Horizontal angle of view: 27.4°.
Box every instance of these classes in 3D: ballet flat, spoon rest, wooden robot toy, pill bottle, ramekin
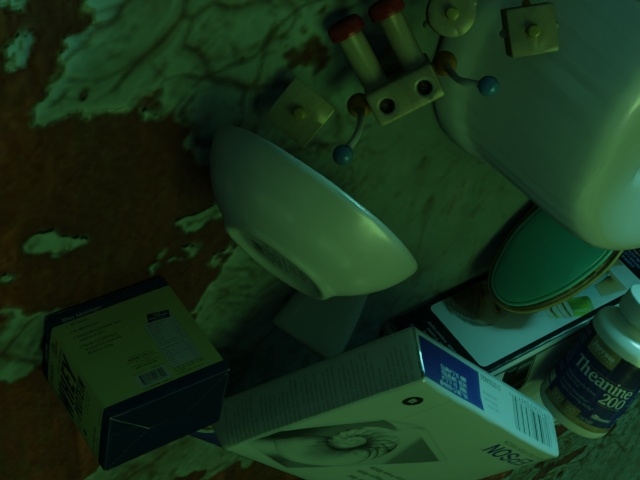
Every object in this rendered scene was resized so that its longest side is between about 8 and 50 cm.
[{"bbox_3d":[0.230,-0.029,1.050,0.232,0.080,0.073,-47,164,15],"label":"ballet flat"},{"bbox_3d":[0.000,0.000,0.807,0.084,0.137,0.276,-54,167,-13],"label":"spoon rest"},{"bbox_3d":[0.051,-0.107,0.772,0.173,0.076,0.079,-25,-170,7],"label":"wooden robot toy"},{"bbox_3d":[0.235,0.096,1.051,0.067,0.067,0.120,0,130,-48],"label":"pill bottle"},{"bbox_3d":[0.224,-0.123,0.855,0.277,0.135,0.277,-28,148,-20],"label":"ramekin"}]

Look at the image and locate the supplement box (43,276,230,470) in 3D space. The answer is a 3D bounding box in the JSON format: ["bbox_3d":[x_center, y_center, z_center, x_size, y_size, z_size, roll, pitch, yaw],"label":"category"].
[{"bbox_3d":[-0.114,0.080,0.804,0.083,0.083,0.056,-20,145,-30],"label":"supplement box"}]

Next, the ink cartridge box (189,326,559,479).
[{"bbox_3d":[0.029,0.146,0.962,0.224,0.045,0.223,-22,149,27],"label":"ink cartridge box"}]

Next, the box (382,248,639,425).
[{"bbox_3d":[0.183,0.095,1.147,0.290,0.087,0.169,-23,145,-26],"label":"box"}]
